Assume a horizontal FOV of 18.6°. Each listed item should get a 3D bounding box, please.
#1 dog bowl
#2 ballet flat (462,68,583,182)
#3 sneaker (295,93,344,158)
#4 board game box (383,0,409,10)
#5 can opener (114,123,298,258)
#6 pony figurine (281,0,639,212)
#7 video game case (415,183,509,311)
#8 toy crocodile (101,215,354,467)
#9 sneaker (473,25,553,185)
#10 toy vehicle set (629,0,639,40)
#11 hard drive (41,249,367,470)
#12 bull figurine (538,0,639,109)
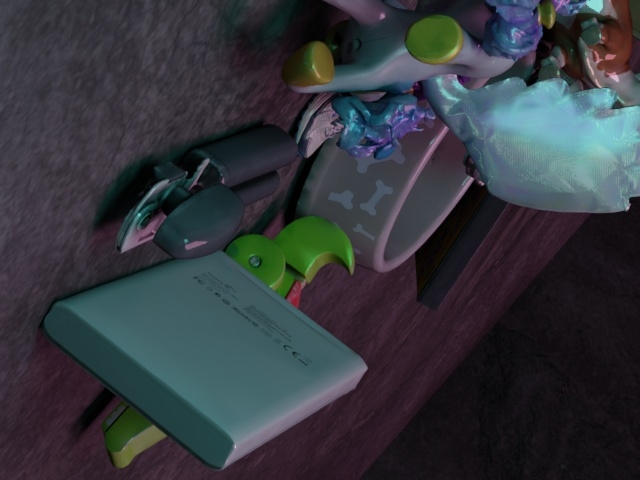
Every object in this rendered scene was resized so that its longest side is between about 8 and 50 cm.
[{"bbox_3d":[0.112,-0.115,2.153,0.349,0.102,0.349,-51,166,-18],"label":"dog bowl"},{"bbox_3d":[0.246,-0.134,2.181,0.221,0.079,0.077,-49,167,-28],"label":"ballet flat"},{"bbox_3d":[0.027,-0.131,1.934,0.135,0.058,0.052,-52,167,-2],"label":"sneaker"},{"bbox_3d":[0.097,-0.193,1.945,0.020,0.090,0.090,-46,166,-11],"label":"board game box"},{"bbox_3d":[-0.085,-0.034,1.720,0.076,0.095,0.283,-58,166,24],"label":"can opener"},{"bbox_3d":[0.125,-0.176,1.674,0.363,0.351,0.302,42,44,-78],"label":"pony figurine"},{"bbox_3d":[0.209,-0.064,2.584,0.275,0.035,0.248,-57,-171,17],"label":"video game case"},{"bbox_3d":[-0.098,0.102,2.003,0.340,0.105,0.115,-47,165,-22],"label":"toy crocodile"},{"bbox_3d":[0.241,-0.218,2.362,0.147,0.130,0.330,-56,178,-42],"label":"sneaker"},{"bbox_3d":[0.526,-0.390,2.740,0.267,0.166,0.035,-55,166,9],"label":"toy vehicle set"},{"bbox_3d":[-0.096,0.099,1.783,0.040,0.203,0.307,-58,166,20],"label":"hard drive"},{"bbox_3d":[0.284,-0.253,2.098,0.101,0.310,0.188,-16,-179,22],"label":"bull figurine"}]
